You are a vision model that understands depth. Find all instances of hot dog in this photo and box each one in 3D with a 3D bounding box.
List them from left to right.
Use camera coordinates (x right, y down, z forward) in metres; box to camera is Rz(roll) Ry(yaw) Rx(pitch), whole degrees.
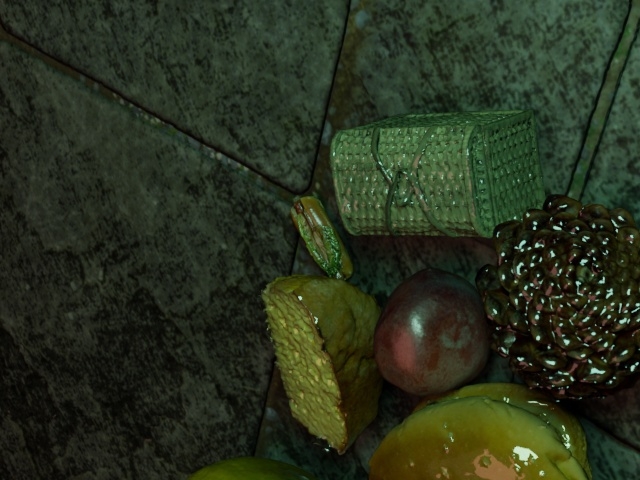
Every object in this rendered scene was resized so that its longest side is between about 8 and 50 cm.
[{"bbox_3d":[0.000,0.000,1.760,0.056,0.041,0.133,-37,80,42],"label":"hot dog"}]

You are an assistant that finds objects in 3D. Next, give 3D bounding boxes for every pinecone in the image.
[{"bbox_3d":[0.275,0.076,1.451,0.221,0.221,0.221,15,114,36],"label":"pinecone"}]

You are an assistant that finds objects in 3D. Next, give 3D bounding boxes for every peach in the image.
[{"bbox_3d":[0.128,0.102,1.629,0.152,0.152,0.152,15,114,36],"label":"peach"}]

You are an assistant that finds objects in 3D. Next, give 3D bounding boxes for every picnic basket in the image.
[{"bbox_3d":[0.130,-0.073,1.549,0.196,0.154,0.134,2,107,39],"label":"picnic basket"}]

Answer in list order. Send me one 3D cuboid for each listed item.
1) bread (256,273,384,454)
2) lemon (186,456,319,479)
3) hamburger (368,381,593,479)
[{"bbox_3d":[0.020,0.133,1.729,0.129,0.134,0.260,27,137,42],"label":"bread"},{"bbox_3d":[-0.083,0.434,1.826,0.297,0.297,0.297,15,114,36],"label":"lemon"},{"bbox_3d":[0.207,0.317,1.616,0.314,0.170,0.289,-15,102,41],"label":"hamburger"}]
